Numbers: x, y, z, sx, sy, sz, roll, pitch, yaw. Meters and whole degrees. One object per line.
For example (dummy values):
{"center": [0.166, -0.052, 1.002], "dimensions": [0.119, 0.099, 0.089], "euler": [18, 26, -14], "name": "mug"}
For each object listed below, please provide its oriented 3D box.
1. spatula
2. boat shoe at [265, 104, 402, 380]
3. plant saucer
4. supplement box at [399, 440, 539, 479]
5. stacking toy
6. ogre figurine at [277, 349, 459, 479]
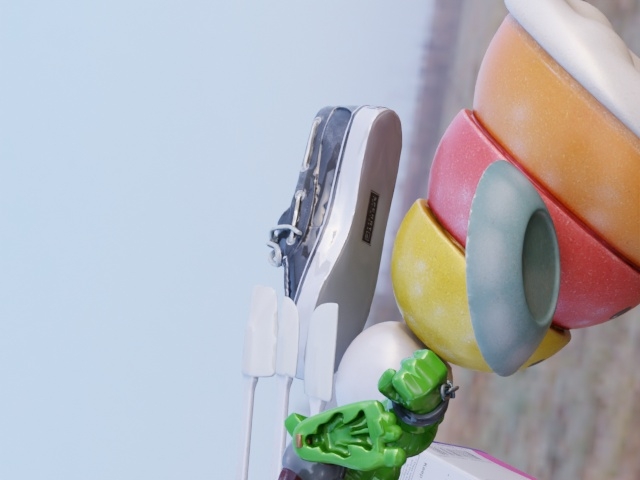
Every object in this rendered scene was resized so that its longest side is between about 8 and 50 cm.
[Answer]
{"center": [-0.035, 0.167, 1.710], "dimensions": [0.168, 0.019, 0.242], "euler": [9, 96, 56], "name": "spatula"}
{"center": [-0.002, -0.002, 2.030], "dimensions": [0.113, 0.105, 0.306], "euler": [26, -107, -58], "name": "boat shoe"}
{"center": [0.180, 0.024, 1.704], "dimensions": [0.195, 0.037, 0.195], "euler": [-2, -90, -65], "name": "plant saucer"}
{"center": [0.154, 0.257, 1.623], "dimensions": [0.220, 0.111, 0.114], "euler": [21, 95, 52], "name": "supplement box"}
{"center": [0.191, 0.013, 1.941], "dimensions": [0.480, 0.350, 0.350], "euler": [-48, 1, 13], "name": "stacking toy"}
{"center": [0.009, 0.137, 1.111], "dimensions": [0.197, 0.096, 0.118], "euler": [-65, -17, 8], "name": "ogre figurine"}
